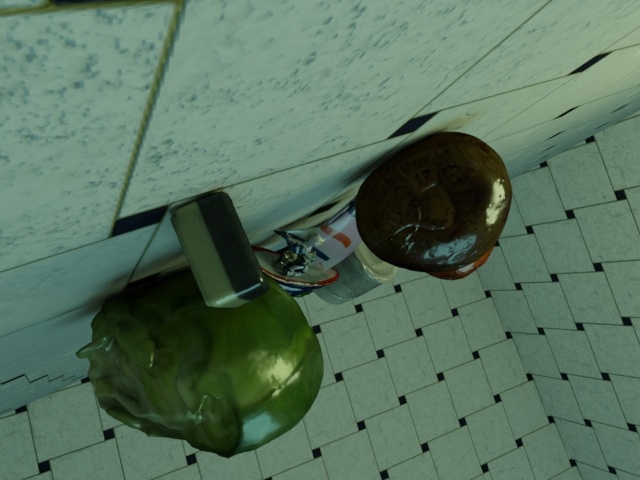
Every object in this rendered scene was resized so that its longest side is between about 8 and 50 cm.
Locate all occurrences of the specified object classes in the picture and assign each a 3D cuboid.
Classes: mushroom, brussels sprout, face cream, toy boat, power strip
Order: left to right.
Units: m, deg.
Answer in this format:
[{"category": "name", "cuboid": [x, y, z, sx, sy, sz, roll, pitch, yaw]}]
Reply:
[{"category": "brussels sprout", "cuboid": [-0.178, 0.190, 0.821, 0.371, 0.276, 0.315, 0, -160, 23]}, {"category": "power strip", "cuboid": [-0.110, 0.025, 0.606, 0.070, 0.105, 0.256, -23, 174, -6]}, {"category": "toy boat", "cuboid": [0.004, 0.016, 0.951, 0.318, 0.072, 0.219, -27, 144, 15]}, {"category": "face cream", "cuboid": [0.065, 0.036, 1.124, 0.153, 0.177, 0.177, -31, 172, 38]}, {"category": "mushroom", "cuboid": [0.164, -0.046, 0.729, 0.231, 0.194, 0.138, -38, 172, 15]}]

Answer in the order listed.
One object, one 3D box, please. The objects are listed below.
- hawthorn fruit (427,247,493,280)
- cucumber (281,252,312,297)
[{"category": "hawthorn fruit", "cuboid": [0.375, -0.043, 1.484, 0.276, 0.276, 0.307, -28, -170, 28]}, {"category": "cucumber", "cuboid": [-0.099, 0.091, 1.270, 0.244, 0.134, 0.134, -22, 175, 14]}]
